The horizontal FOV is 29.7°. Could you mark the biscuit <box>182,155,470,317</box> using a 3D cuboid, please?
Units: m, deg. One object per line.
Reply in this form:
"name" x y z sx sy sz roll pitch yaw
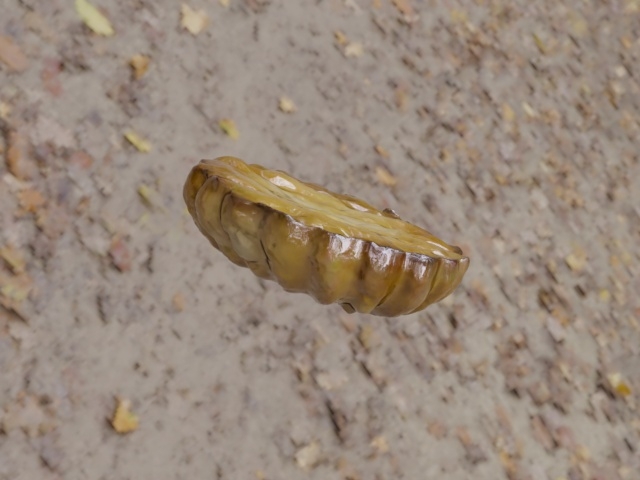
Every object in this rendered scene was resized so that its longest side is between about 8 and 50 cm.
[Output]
"biscuit" 0.000 0.000 1.331 0.326 0.107 0.326 18 7 -2
